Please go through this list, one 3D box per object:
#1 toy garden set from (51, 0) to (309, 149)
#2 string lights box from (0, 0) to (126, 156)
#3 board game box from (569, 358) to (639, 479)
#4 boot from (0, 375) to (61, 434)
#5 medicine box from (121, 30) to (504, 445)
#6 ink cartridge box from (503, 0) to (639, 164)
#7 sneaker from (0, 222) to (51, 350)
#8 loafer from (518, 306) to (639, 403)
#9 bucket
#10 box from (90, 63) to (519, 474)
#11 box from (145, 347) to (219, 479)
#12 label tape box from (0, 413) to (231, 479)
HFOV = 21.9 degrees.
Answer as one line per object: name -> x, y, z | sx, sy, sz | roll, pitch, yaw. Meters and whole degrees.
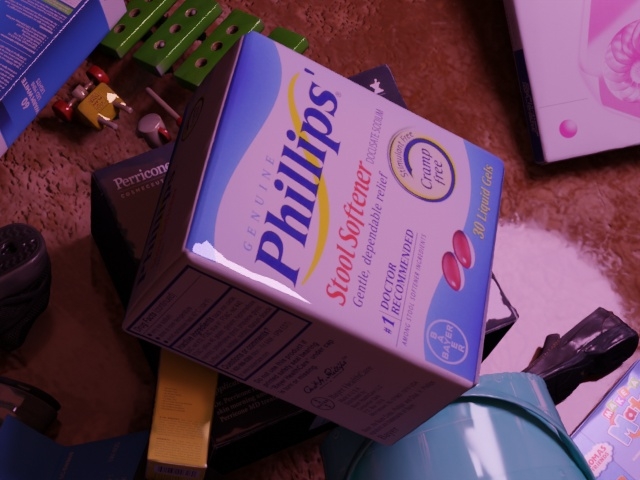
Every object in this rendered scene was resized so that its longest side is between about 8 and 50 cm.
toy garden set -> -0.159, -0.174, 1.814 | 0.244, 0.049, 0.204 | 27, 67, 36
string lights box -> -0.348, -0.210, 1.817 | 0.133, 0.076, 0.259 | 28, 67, 21
board game box -> 0.371, 0.255, 1.777 | 0.211, 0.039, 0.160 | 43, 69, 8
boot -> -0.302, 0.251, 1.650 | 0.338, 0.118, 0.222 | 23, 61, -5
medicine box -> 0.000, 0.000, 1.502 | 0.289, 0.149, 0.263 | 26, 52, -18
ink cartridge box -> 0.377, -0.276, 1.890 | 0.330, 0.071, 0.324 | -12, 93, -4
sneaker -> -0.373, 0.082, 1.684 | 0.228, 0.130, 0.087 | -31, 55, -17
loafer -> 0.264, 0.130, 1.806 | 0.170, 0.062, 0.061 | -24, 52, -19
bucket -> 0.136, 0.257, 1.629 | 0.281, 0.281, 0.183 | -13, 69, -12
box -> -0.026, 0.034, 1.731 | 0.343, 0.179, 0.312 | -21, 75, -15
box -> -0.121, 0.107, 1.549 | 0.058, 0.087, 0.232 | 9, 68, -4
label tape box -> -0.173, 0.315, 1.546 | 0.334, 0.106, 0.240 | 35, 43, -16
